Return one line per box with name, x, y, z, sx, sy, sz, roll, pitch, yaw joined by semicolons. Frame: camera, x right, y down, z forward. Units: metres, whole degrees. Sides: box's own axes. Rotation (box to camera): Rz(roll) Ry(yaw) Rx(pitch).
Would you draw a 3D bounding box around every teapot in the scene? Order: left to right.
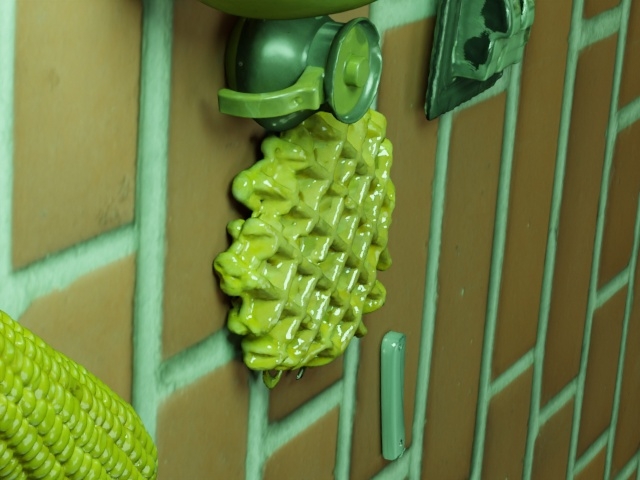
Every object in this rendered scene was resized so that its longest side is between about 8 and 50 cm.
teapot;-0.023;-0.150;1.581;0.165;0.119;0.130;-45;139;-48

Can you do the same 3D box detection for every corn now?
corn;-0.226;0.128;1.258;0.144;0.144;0.387;-69;156;-18

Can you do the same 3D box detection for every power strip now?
power strip;0.197;-0.275;2.021;0.257;0.092;0.251;-33;127;-62

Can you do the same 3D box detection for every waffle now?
waffle;-0.005;0.003;1.759;0.329;0.062;0.329;-40;137;-54

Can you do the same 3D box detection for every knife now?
knife;0.086;0.177;2.072;0.044;0.023;0.162;-47;141;-55

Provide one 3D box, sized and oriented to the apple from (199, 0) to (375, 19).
apple;-0.032;-0.292;1.373;0.262;0.262;0.262;-38;135;-54
